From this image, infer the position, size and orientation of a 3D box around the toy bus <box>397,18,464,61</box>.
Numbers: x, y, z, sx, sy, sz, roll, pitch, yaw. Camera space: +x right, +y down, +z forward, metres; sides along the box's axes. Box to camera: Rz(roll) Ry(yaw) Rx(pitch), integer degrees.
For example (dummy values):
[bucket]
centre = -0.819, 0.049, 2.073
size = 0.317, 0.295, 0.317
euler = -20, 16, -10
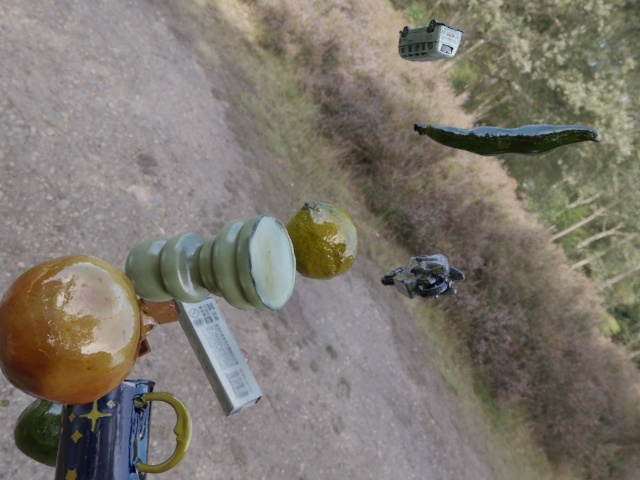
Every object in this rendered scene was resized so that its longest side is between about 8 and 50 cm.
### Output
[toy bus]
centre = 0.281, -0.523, 1.353
size = 0.087, 0.088, 0.194
euler = 5, 11, -30

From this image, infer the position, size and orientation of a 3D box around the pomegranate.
[pomegranate]
centre = -0.347, 0.125, 0.715
size = 0.209, 0.209, 0.209
euler = 43, 27, -29

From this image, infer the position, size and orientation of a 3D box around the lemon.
[lemon]
centre = 0.000, 0.000, 1.315
size = 0.192, 0.193, 0.231
euler = -76, 155, -59

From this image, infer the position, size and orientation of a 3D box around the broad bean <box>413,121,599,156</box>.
[broad bean]
centre = 0.291, -0.166, 0.838
size = 0.043, 0.298, 0.060
euler = 53, 51, -54

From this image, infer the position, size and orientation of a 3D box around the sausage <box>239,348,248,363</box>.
[sausage]
centre = -0.353, 0.432, 1.888
size = 0.077, 0.194, 0.077
euler = 3, 90, -69

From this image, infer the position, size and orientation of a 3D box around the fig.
[fig]
centre = -0.602, 0.428, 1.242
size = 0.195, 0.195, 0.245
euler = 52, 54, -12

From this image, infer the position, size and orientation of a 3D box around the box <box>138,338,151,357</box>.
[box]
centre = -0.666, 0.386, 1.888
size = 0.082, 0.052, 0.023
euler = 63, 3, 14

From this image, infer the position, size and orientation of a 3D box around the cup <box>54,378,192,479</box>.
[cup]
centre = -0.390, 0.396, 0.969
size = 0.179, 0.255, 0.256
euler = 19, 58, -44

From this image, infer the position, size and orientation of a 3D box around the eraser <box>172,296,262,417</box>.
[eraser]
centre = -0.306, 0.293, 1.445
size = 0.098, 0.096, 0.403
euler = -17, 62, -34

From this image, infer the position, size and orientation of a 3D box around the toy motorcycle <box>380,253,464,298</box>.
[toy motorcycle]
centre = 0.241, 0.077, 1.162
size = 0.225, 0.152, 0.073
euler = 9, -58, 68

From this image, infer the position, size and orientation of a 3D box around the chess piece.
[chess piece]
centre = -0.232, 0.052, 0.988
size = 0.182, 0.331, 0.182
euler = -5, 90, -68

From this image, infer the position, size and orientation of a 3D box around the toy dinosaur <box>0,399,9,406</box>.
[toy dinosaur]
centre = -0.679, 0.295, 0.965
size = 0.162, 0.127, 0.039
euler = 31, 58, -63

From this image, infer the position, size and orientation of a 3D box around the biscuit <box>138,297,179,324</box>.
[biscuit]
centre = -0.572, 0.237, 1.892
size = 0.043, 0.284, 0.306
euler = 56, -5, 26
